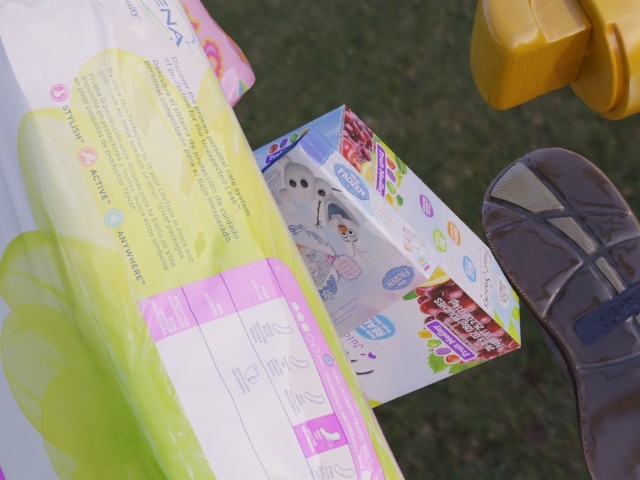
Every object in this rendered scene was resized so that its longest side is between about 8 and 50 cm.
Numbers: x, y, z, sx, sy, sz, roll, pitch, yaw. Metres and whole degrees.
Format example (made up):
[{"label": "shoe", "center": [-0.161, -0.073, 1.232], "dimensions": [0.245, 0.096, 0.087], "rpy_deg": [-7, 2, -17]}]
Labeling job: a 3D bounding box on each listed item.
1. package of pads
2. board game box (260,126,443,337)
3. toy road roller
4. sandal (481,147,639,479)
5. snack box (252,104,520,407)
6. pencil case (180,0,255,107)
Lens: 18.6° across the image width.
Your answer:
[{"label": "package of pads", "center": [-0.092, 0.051, 0.882], "dimensions": [0.229, 0.101, 0.296], "rpy_deg": [-44, 67, 53]}, {"label": "board game box", "center": [0.000, 0.000, 0.949], "dimensions": [0.090, 0.090, 0.020], "rpy_deg": [-36, 11, 48]}, {"label": "toy road roller", "center": [0.232, -0.268, 1.865], "dimensions": [0.240, 0.202, 0.329], "rpy_deg": [-22, 70, -11]}, {"label": "sandal", "center": [0.144, 0.058, 0.919], "dimensions": [0.090, 0.060, 0.219], "rpy_deg": [-31, 68, 2]}, {"label": "snack box", "center": [0.007, 0.025, 1.308], "dimensions": [0.174, 0.207, 0.070], "rpy_deg": [-25, 40, 28]}, {"label": "pencil case", "center": [-0.168, -0.193, 1.429], "dimensions": [0.124, 0.284, 0.124], "rpy_deg": [-34, 10, 7]}]
